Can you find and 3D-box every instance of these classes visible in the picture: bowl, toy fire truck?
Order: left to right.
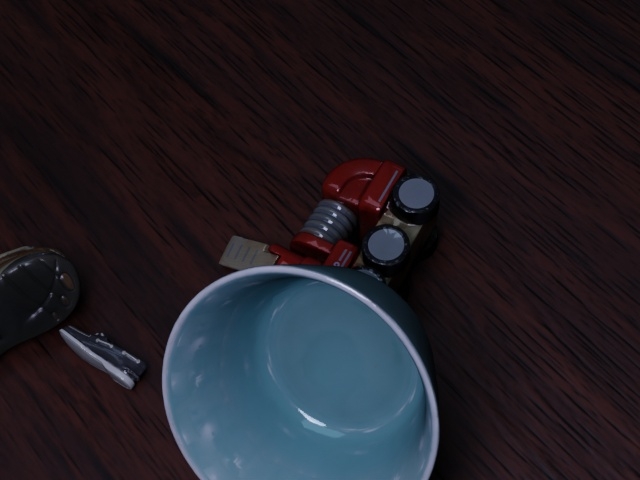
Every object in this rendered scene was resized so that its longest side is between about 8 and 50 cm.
[{"bbox_3d":[0.000,0.000,1.669,0.246,0.158,0.217,24,64,16],"label":"toy fire truck"},{"bbox_3d":[0.002,0.152,1.482,0.311,0.311,0.163,9,20,19],"label":"bowl"}]

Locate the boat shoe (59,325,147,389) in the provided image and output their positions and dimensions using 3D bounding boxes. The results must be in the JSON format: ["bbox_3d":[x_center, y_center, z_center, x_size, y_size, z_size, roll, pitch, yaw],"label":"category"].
[{"bbox_3d":[-0.268,0.136,1.682,0.125,0.046,0.038,30,67,26],"label":"boat shoe"}]

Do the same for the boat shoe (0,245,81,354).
[{"bbox_3d":[-0.455,0.105,1.721,0.324,0.122,0.120,-25,23,-7],"label":"boat shoe"}]
